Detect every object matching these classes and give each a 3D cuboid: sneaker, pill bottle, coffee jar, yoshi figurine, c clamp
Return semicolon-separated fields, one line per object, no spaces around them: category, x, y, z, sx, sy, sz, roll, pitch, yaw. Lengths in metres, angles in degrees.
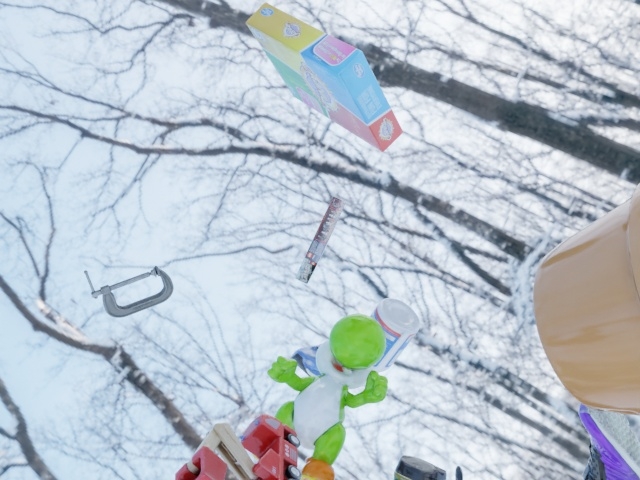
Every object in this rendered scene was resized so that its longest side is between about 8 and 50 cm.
sneaker;0.044;0.326;2.173;0.330;0.130;0.147;0;-60;-49
sneaker;0.595;0.459;1.482;0.146;0.293;0.102;-35;11;32
pill bottle;0.156;0.267;1.891;0.124;0.124;0.221;-18;-33;-52
coffee jar;0.170;0.504;1.352;0.079;0.096;0.184;25;-99;-48
yoshi figurine;0.020;0.278;1.378;0.203;0.203;0.362;46;-124;-27
c clamp;-0.366;0.093;1.399;0.161;0.022;0.137;-17;-49;-22

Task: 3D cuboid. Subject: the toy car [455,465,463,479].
toy car;0.254;0.484;1.209;0.155;0.149;0.188;45;-139;-23

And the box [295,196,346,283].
box;0.000;0.000;1.281;0.094;0.027;0.137;114;-179;-62

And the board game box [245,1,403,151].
board game box;0.007;-0.336;1.473;0.064;0.316;0.242;-46;-40;-6

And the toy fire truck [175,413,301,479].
toy fire truck;-0.086;0.246;0.801;0.047;0.135;0.192;-48;15;13

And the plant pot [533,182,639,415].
plant pot;0.379;0.075;0.802;0.203;0.290;0.291;-26;1;43
